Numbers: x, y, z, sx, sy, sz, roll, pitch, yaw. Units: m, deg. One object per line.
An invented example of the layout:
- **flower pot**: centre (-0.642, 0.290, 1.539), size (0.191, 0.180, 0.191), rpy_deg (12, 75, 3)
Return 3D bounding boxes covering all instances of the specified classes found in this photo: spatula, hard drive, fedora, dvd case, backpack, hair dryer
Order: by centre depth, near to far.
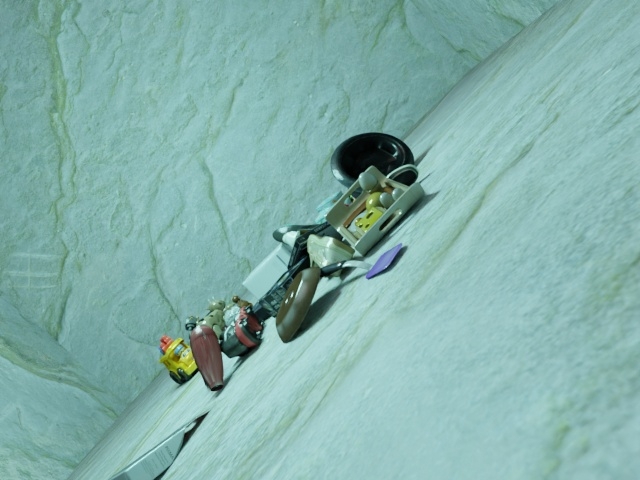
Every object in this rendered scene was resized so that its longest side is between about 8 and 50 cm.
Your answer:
- **spatula**: centre (0.071, 0.056, 0.933), size (0.296, 0.030, 0.084), rpy_deg (-15, 29, 54)
- **hair dryer**: centre (-0.323, 0.349, 1.238), size (0.080, 0.224, 0.293), rpy_deg (-19, 13, -18)
- **dvd case**: centre (0.000, 0.000, 1.410), size (0.238, 0.030, 0.179), rpy_deg (-32, -21, -31)
- **hard drive**: centre (-0.184, 0.223, 1.532), size (0.254, 0.054, 0.172), rpy_deg (-40, 8, 39)
- **fedora**: centre (0.195, -0.267, 1.635), size (0.334, 0.333, 0.153), rpy_deg (-48, -24, -30)
- **backpack**: centre (0.058, -0.125, 1.895), size (0.188, 0.144, 0.165), rpy_deg (-50, 13, -20)

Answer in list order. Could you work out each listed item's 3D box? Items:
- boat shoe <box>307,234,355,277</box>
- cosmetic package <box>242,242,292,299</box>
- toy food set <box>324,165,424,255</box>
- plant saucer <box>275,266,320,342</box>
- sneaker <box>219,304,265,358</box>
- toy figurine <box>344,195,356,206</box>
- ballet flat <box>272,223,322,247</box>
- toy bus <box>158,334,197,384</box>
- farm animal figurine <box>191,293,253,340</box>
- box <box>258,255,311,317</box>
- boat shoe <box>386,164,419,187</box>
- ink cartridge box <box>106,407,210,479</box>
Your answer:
- **boat shoe**: centre (0.010, 0.049, 1.185), size (0.098, 0.109, 0.302), rpy_deg (-64, 13, -6)
- **cosmetic package**: centre (-0.200, 0.136, 1.847), size (0.224, 0.138, 0.224), rpy_deg (-43, 6, 5)
- **toy food set**: centre (0.127, -0.097, 1.149), size (0.220, 0.092, 0.306), rpy_deg (-47, 20, 3)
- **plant saucer**: centre (-0.061, 0.145, 1.016), size (0.199, 0.036, 0.199), rpy_deg (-58, 12, 20)
- **sneaker**: centre (-0.248, 0.286, 1.316), size (0.135, 0.098, 0.276), rpy_deg (-42, 7, 1)
- **toy figurine**: centre (0.135, -0.135, 1.745), size (0.159, 0.130, 0.173), rpy_deg (-56, 24, 27)
- **ballet flat**: centre (-0.073, -0.020, 1.782), size (0.279, 0.095, 0.096), rpy_deg (-8, 37, 9)
- **toy bus**: centre (-0.620, 0.499, 1.858), size (0.220, 0.211, 0.149), rpy_deg (-35, 9, 49)
- **farm animal figurine**: centre (-0.467, 0.352, 1.856), size (0.330, 0.172, 0.327), rpy_deg (-38, 7, 4)
- **box**: centre (-0.093, 0.147, 1.325), size (0.147, 0.077, 0.180), rpy_deg (-50, 8, -38)
- **boat shoe**: centre (0.209, -0.137, 1.298), size (0.233, 0.084, 0.079), rpy_deg (-40, 25, 29)
- **ink cartridge box**: centre (-0.376, 0.506, 0.996), size (0.189, 0.066, 0.232), rpy_deg (-40, -14, 37)
